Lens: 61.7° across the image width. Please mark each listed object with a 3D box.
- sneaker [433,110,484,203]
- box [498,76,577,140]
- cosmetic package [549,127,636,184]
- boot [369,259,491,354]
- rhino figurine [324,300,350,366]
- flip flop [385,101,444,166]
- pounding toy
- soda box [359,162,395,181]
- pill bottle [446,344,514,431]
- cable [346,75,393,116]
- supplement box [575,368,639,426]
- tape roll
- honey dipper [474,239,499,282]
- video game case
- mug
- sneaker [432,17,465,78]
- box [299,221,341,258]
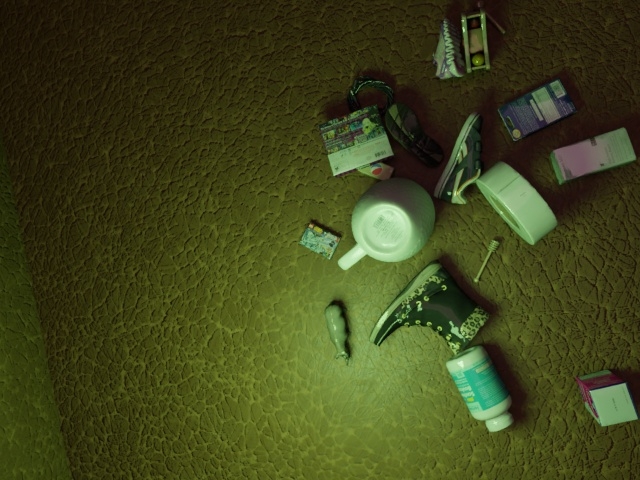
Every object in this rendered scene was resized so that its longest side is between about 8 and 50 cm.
[{"bbox_3d":[0.517,-0.280,1.870,0.127,0.126,0.321,26,105,19],"label":"sneaker"},{"bbox_3d":[0.748,-0.450,1.858,0.225,0.036,0.137,-25,81,11],"label":"box"},{"bbox_3d":[0.903,-0.279,1.785,0.230,0.085,0.118,-19,82,12],"label":"cosmetic package"},{"bbox_3d":[0.379,0.290,1.877,0.284,0.138,0.377,42,93,13],"label":"boot"},{"bbox_3d":[0.068,0.343,1.967,0.073,0.106,0.244,-14,84,15],"label":"rhino figurine"},{"bbox_3d":[0.339,-0.380,1.951,0.112,0.080,0.277,-44,93,4],"label":"flip flop"},{"bbox_3d":[0.570,-0.723,1.859,0.154,0.154,0.270,-6,86,15],"label":"pounding toy"},{"bbox_3d":[0.184,-0.271,1.991,0.181,0.058,0.061,25,94,14],"label":"soda box"},{"bbox_3d":[0.547,0.501,1.809,0.146,0.146,0.264,-29,80,12],"label":"pill bottle"},{"bbox_3d":[0.188,-0.530,2.009,0.184,0.047,0.151,29,95,14],"label":"cable"},{"bbox_3d":[0.893,0.488,1.679,0.113,0.220,0.111,-18,82,15],"label":"supplement box"},{"bbox_3d":[0.636,-0.123,1.745,0.100,0.286,0.286,-40,78,10],"label":"tape roll"},{"bbox_3d":[0.579,0.074,1.884,0.030,0.030,0.161,28,97,15],"label":"honey dipper"},{"bbox_3d":[0.129,-0.364,1.963,0.231,0.042,0.210,-19,77,8],"label":"video game case"},{"bbox_3d":[0.206,-0.032,1.814,0.374,0.328,0.276,-42,88,18],"label":"mug"},{"bbox_3d":[0.448,-0.684,1.929,0.104,0.095,0.237,-17,71,46],"label":"sneaker"},{"bbox_3d":[0.000,0.000,2.043,0.137,0.027,0.094,28,96,14],"label":"box"}]
